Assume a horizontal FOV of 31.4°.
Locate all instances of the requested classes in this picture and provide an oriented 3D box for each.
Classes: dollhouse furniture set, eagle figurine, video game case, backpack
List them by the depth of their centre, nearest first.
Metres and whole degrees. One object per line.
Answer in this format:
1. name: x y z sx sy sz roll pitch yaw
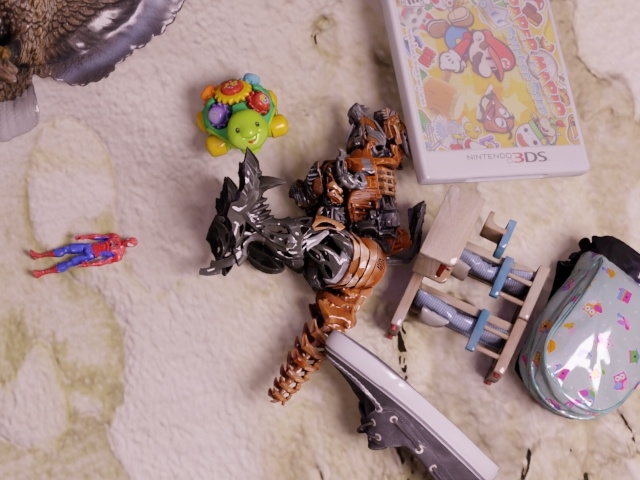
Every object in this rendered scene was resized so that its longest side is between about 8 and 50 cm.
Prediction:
1. dollhouse furniture set: 0.153 0.052 1.148 0.129 0.183 0.129 24 77 6
2. backpack: 0.284 0.098 1.173 0.152 0.115 0.182 39 81 7
3. video game case: 0.182 -0.175 1.257 0.206 0.026 0.226 -4 74 -21
4. eagle figurine: -0.307 -0.272 1.258 0.226 0.225 0.298 58 42 -26

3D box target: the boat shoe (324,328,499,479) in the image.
1. boat shoe: 0.079 0.186 1.151 0.228 0.080 0.076 43 87 -15

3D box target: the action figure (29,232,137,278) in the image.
1. action figure: -0.256 0.014 1.240 0.115 0.030 0.038 -13 71 -5

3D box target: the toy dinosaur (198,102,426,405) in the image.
1. toy dinosaur: 0.000 0.000 1.189 0.218 0.164 0.321 19 54 -12

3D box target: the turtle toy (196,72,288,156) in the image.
1. turtle toy: -0.086 -0.136 1.240 0.095 0.066 0.130 -19 43 -5
